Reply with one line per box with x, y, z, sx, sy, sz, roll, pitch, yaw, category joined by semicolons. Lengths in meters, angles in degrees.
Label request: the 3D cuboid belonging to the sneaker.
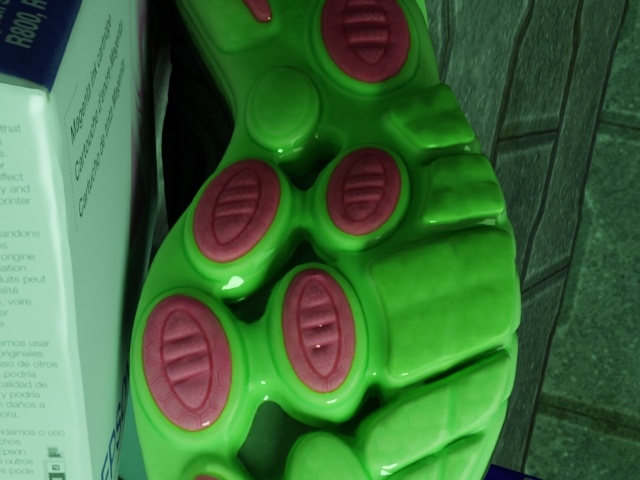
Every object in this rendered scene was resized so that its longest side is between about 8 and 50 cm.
0.000;0.000;0.806;0.202;0.185;0.482;88;1;-48;sneaker

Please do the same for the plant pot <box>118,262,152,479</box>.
-0.026;0.099;1.000;0.165;0.234;0.165;-49;149;-64;plant pot

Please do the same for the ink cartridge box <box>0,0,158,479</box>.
-0.121;-0.076;0.698;0.324;0.071;0.330;-90;-178;-56;ink cartridge box

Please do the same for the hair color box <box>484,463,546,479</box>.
0.091;0.282;1.306;0.110;0.339;0.185;-42;142;-59;hair color box
